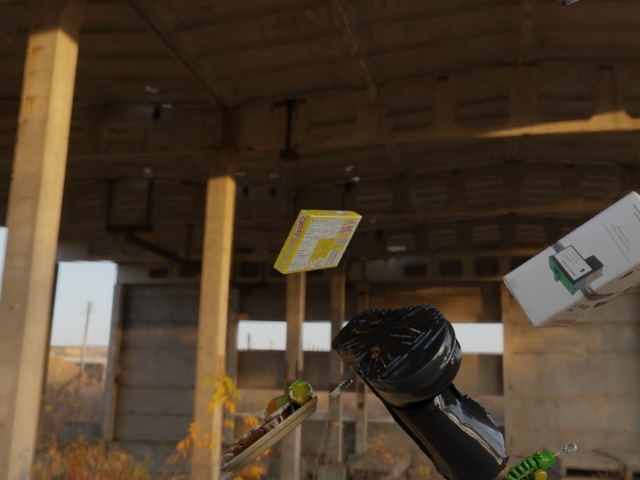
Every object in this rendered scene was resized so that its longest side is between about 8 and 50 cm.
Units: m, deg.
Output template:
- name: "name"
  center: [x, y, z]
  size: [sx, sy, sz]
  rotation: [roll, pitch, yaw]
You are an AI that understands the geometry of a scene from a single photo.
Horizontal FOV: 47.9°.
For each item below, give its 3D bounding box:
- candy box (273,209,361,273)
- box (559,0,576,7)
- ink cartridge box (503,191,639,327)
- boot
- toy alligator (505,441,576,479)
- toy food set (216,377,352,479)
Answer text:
- name: "candy box"
  center: [0.000, 0.000, 1.195]
  size: [0.027, 0.105, 0.206]
  rotation: [29, 13, 21]
- name: "box"
  center: [0.246, -0.355, 0.754]
  size: [0.036, 0.207, 0.114]
  rotation: [-33, 8, -5]
- name: "ink cartridge box"
  center: [0.400, 0.037, 1.047]
  size: [0.219, 0.093, 0.160]
  rotation: [-39, -26, 26]
- name: "boot"
  center: [0.126, 0.168, 0.740]
  size: [0.207, 0.094, 0.246]
  rotation: [47, -13, -9]
- name: "toy alligator"
  center: [0.453, 0.472, 1.522]
  size: [0.051, 0.189, 0.056]
  rotation: [53, 1, -28]
- name: "toy food set"
  center: [-0.057, 0.194, 0.751]
  size: [0.192, 0.038, 0.132]
  rotation: [-38, -9, 1]
